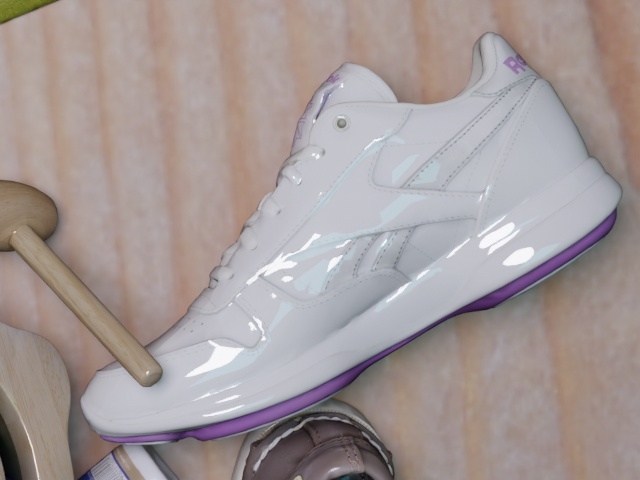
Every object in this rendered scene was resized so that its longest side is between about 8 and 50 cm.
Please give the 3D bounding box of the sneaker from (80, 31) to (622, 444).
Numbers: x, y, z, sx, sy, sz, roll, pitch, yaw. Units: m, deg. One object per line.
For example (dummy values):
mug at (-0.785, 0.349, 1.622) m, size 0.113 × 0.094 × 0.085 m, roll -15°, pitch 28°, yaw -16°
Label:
sneaker at (0.000, 0.000, 1.022) m, size 0.305 × 0.114 × 0.152 m, roll -29°, pitch 92°, yaw -10°

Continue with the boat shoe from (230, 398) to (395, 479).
boat shoe at (-0.011, 0.253, 1.059) m, size 0.117 × 0.097 × 0.324 m, roll 5°, pitch 100°, yaw -13°

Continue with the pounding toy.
pounding toy at (-0.179, 0.090, 0.926) m, size 0.154 × 0.155 × 0.269 m, roll 10°, pitch 66°, yaw -44°

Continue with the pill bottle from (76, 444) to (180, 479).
pill bottle at (-0.124, 0.165, 1.033) m, size 0.120 × 0.067 × 0.067 m, roll -39°, pitch 106°, yaw -3°

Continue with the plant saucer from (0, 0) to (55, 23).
plant saucer at (-0.200, -0.190, 0.958) m, size 0.188 × 0.045 × 0.188 m, roll -24°, pitch 105°, yaw -7°
